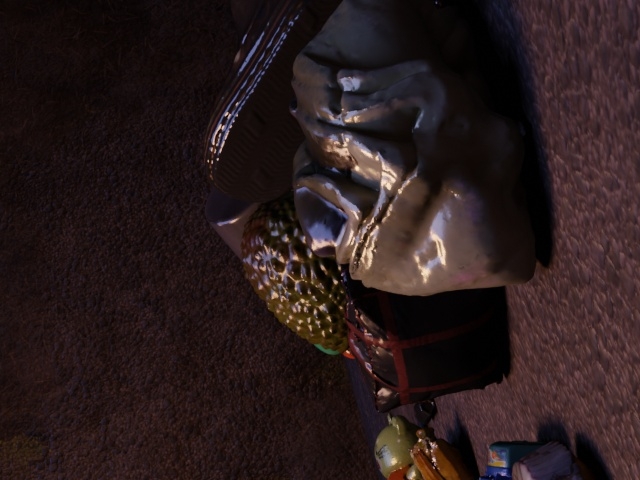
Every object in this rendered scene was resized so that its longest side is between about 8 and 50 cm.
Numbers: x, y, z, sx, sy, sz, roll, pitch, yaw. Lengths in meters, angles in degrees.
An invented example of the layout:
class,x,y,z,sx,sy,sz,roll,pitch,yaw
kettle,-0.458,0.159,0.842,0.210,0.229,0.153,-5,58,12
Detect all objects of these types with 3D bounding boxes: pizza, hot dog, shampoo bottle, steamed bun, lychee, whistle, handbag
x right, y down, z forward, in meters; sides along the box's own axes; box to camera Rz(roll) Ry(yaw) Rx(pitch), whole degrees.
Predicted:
class,x,y,z,sx,sy,sz,roll,pitch,yaw
pizza,0.198,0.355,1.873,0.147,0.069,0.226,51,172,15
hot dog,0.245,0.323,1.155,0.144,0.075,0.268,-134,32,-71
shampoo bottle,0.178,0.293,2.097,0.137,0.027,0.048,94,163,-76
steamed bun,0.069,-0.086,1.161,0.275,0.206,0.320,78,179,-49
lychee,0.003,0.012,1.854,0.270,0.270,0.319,98,172,-78
whistle,0.169,0.444,2.191,0.131,0.106,0.288,99,156,-63
handbag,0.111,0.086,1.383,0.155,0.169,0.215,-110,6,-49

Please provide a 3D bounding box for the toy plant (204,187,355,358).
class,x,y,z,sx,sy,sz,roll,pitch,yaw
toy plant,-0.020,0.042,2.106,0.400,0.185,0.279,45,-161,-32

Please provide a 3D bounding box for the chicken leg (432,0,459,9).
class,x,y,z,sx,sy,sz,roll,pitch,yaw
chicken leg,0.092,-0.317,1.081,0.089,0.048,0.219,81,173,-74

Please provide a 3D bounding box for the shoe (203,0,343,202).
class,x,y,z,sx,sy,sz,roll,pitch,yaw
shoe,-0.060,-0.253,1.698,0.237,0.171,0.384,-107,35,-46

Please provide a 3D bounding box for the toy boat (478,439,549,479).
class,x,y,z,sx,sy,sz,roll,pitch,yaw
toy boat,0.208,0.265,1.282,0.175,0.091,0.110,77,-167,-82
